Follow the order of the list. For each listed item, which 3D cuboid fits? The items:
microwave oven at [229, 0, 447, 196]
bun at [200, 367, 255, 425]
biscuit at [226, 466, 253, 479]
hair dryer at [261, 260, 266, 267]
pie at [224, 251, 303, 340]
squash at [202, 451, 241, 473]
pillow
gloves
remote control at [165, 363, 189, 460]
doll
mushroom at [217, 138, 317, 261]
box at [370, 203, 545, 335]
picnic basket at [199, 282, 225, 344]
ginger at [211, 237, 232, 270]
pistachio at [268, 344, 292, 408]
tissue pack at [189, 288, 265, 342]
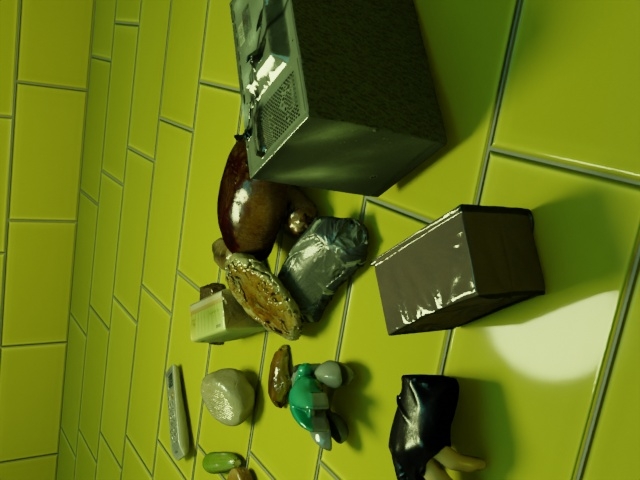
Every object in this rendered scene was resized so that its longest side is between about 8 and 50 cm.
[{"bbox_3d":[0.014,-0.342,1.392,0.236,0.374,0.432,-39,53,50],"label":"microwave oven"},{"bbox_3d":[-0.254,0.435,2.004,0.173,0.113,0.166,43,133,19],"label":"bun"},{"bbox_3d":[-0.211,0.789,1.984,0.344,0.057,0.287,-33,63,52],"label":"biscuit"},{"bbox_3d":[-0.191,0.103,1.989,0.150,0.047,0.071,121,138,-53],"label":"hair dryer"},{"bbox_3d":[-0.141,0.141,1.739,0.274,0.055,0.274,38,152,25],"label":"pie"},{"bbox_3d":[-0.295,0.668,2.109,0.201,0.066,0.066,-22,71,51],"label":"squash"},{"bbox_3d":[0.000,0.063,1.638,0.161,0.092,0.335,45,129,12],"label":"pillow"},{"bbox_3d":[0.207,0.392,1.306,0.197,0.152,0.301,139,113,-81],"label":"gloves"},{"bbox_3d":[-0.488,0.589,2.412,0.109,0.055,0.313,132,133,-53],"label":"remote control"},{"bbox_3d":[-0.001,0.346,1.622,0.258,0.153,0.195,-106,15,-51],"label":"doll"},{"bbox_3d":[-0.159,-0.123,1.785,0.345,0.239,0.345,-35,39,35],"label":"mushroom"},{"bbox_3d":[0.235,0.059,1.213,0.252,0.188,0.153,-33,62,49],"label":"box"},{"bbox_3d":[-0.341,0.229,2.190,0.110,0.055,0.193,4,91,56],"label":"picnic basket"},{"bbox_3d":[-0.273,0.040,2.078,0.190,0.069,0.095,7,71,57],"label":"ginger"},{"bbox_3d":[-0.111,0.360,1.847,0.089,0.049,0.172,12,100,55],"label":"pistachio"},{"bbox_3d":[-0.249,0.210,1.957,0.234,0.159,0.125,-24,69,53],"label":"tissue pack"}]
